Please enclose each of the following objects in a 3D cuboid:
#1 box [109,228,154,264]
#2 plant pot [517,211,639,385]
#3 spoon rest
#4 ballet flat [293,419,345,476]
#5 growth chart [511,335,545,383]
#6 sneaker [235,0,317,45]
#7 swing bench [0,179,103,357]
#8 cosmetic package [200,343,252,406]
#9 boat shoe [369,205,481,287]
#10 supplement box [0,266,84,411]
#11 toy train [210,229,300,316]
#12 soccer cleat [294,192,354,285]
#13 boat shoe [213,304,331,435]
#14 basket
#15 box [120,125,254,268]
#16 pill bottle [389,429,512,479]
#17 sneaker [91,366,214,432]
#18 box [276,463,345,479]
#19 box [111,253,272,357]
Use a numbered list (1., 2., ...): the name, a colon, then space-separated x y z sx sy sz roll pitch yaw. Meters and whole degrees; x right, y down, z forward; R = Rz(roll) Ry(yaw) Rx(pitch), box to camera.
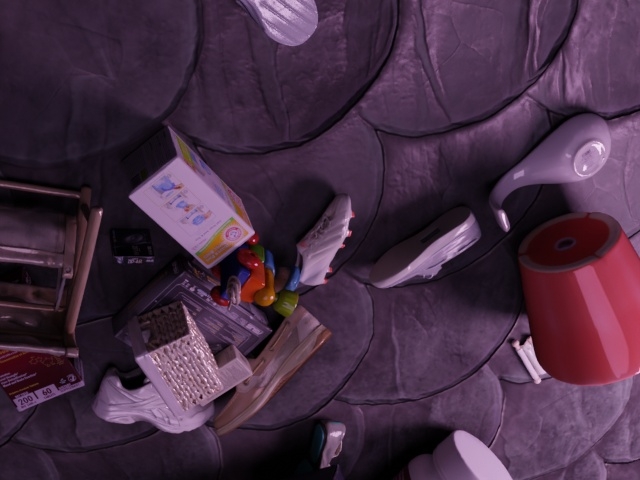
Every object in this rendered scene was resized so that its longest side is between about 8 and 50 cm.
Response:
1. box: -0.316 0.011 1.676 0.067 0.083 0.018 1 124 -17
2. plant pot: 0.500 0.096 1.892 0.275 0.275 0.243 -26 116 1
3. spoon rest: 0.415 -0.129 1.823 0.276 0.084 0.137 -35 128 -8
4. ballet flat: 0.001 0.462 2.092 0.068 0.072 0.213 3 123 -29
5. growth chart: 0.533 0.219 2.119 0.237 0.021 0.172 -27 127 2
6. sneaker: -0.091 -0.382 1.480 0.094 0.091 0.258 -43 146 7
7. swing bench: -0.491 0.035 1.548 0.253 0.165 0.254 9 102 -21
8. cosmetic package: -0.189 0.247 1.833 0.115 0.041 0.060 -32 128 6
9. boat shoe: 0.199 0.030 1.851 0.228 0.079 0.081 -35 122 4
10. supplement box: -0.518 0.173 1.733 0.130 0.073 0.239 -23 126 -1
11. toy train: -0.100 0.086 1.680 0.143 0.248 0.105 29 111 -19
12. soccer cleat: 0.000 0.000 1.780 0.076 0.068 0.196 11 122 -20
13. boat shoe: -0.111 0.248 1.902 0.098 0.109 0.302 45 107 6
14. basket: -0.249 0.202 1.739 0.103 0.113 0.167 -26 128 -1
15. box: -0.216 -0.068 1.634 0.103 0.114 0.203 -38 126 8
16. pill bottle: 0.219 0.606 2.159 0.224 0.224 0.392 32 109 -32
17. sneaker: -0.302 0.288 1.870 0.232 0.090 0.115 9 117 -23
18. box: -0.079 0.663 2.018 0.343 0.179 0.312 -18 99 12
19. box: -0.230 0.153 1.817 0.183 0.056 0.231 -42 125 14
